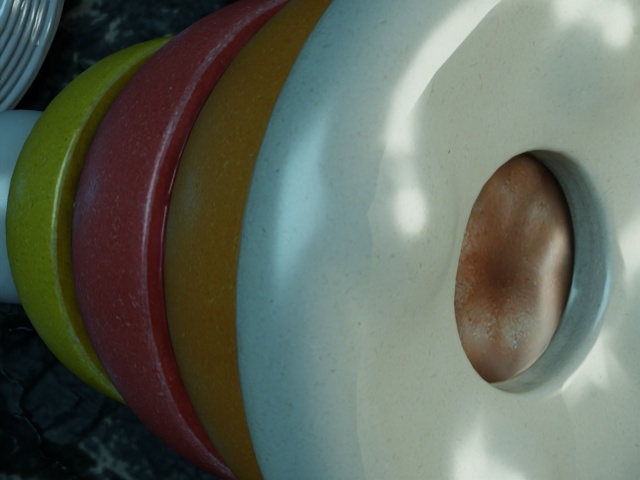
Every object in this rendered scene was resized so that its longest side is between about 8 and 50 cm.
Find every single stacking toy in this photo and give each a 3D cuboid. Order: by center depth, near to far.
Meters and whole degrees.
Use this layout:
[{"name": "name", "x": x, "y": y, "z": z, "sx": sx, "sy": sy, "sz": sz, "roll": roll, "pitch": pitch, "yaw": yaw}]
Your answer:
[{"name": "stacking toy", "x": -0.047, "y": -0.009, "z": 1.067, "sx": 0.480, "sy": 0.350, "sz": 0.351, "roll": 9, "pitch": 78, "yaw": 44}]

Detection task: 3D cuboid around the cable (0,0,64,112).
[{"name": "cable", "x": -0.292, "y": -0.165, "z": 1.297, "sx": 0.257, "sy": 0.089, "sz": 0.257, "roll": 9, "pitch": 79, "yaw": 19}]
